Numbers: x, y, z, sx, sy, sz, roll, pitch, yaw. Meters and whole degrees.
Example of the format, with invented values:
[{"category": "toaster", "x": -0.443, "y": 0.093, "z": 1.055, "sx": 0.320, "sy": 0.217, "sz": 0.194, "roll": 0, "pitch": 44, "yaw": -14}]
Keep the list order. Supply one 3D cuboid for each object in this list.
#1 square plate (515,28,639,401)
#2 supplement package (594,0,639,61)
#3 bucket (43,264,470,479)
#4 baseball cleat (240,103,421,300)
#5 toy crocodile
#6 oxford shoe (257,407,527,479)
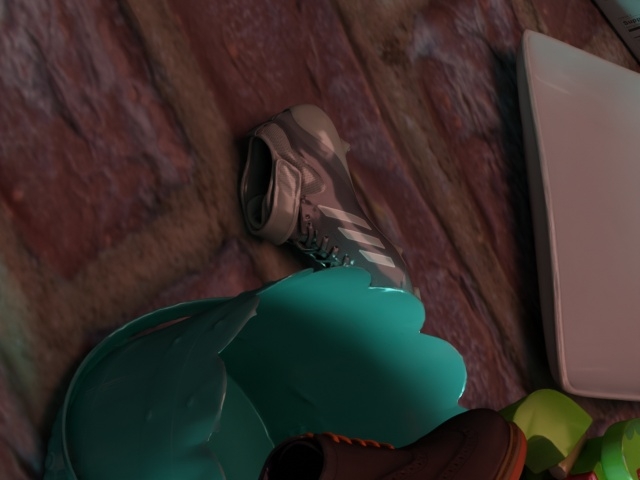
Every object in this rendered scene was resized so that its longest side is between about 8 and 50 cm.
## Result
[{"category": "square plate", "x": 0.300, "y": -0.002, "z": 1.809, "sx": 0.347, "sy": 0.049, "sz": 0.344, "roll": 13, "pitch": 66, "yaw": -47}, {"category": "supplement package", "x": 0.396, "y": -0.316, "z": 1.924, "sx": 0.263, "sy": 0.198, "sz": 0.199, "roll": 47, "pitch": 46, "yaw": -28}, {"category": "bucket", "x": -0.036, "y": 0.161, "z": 1.238, "sx": 0.281, "sy": 0.183, "sz": 0.281, "roll": 23, "pitch": 59, "yaw": -44}, {"category": "baseball cleat", "x": 0.000, "y": 0.000, "z": 1.448, "sx": 0.109, "sy": 0.072, "sz": 0.206, "roll": -30, "pitch": 95, "yaw": -37}, {"category": "toy crocodile", "x": 0.264, "y": 0.259, "z": 1.615, "sx": 0.340, "sy": 0.115, "sz": 0.105, "roll": 54, "pitch": 45, "yaw": -18}, {"category": "oxford shoe", "x": 0.031, "y": 0.146, "z": 1.104, "sx": 0.271, "sy": 0.097, "sz": 0.098, "roll": -29, "pitch": 93, "yaw": -50}]
